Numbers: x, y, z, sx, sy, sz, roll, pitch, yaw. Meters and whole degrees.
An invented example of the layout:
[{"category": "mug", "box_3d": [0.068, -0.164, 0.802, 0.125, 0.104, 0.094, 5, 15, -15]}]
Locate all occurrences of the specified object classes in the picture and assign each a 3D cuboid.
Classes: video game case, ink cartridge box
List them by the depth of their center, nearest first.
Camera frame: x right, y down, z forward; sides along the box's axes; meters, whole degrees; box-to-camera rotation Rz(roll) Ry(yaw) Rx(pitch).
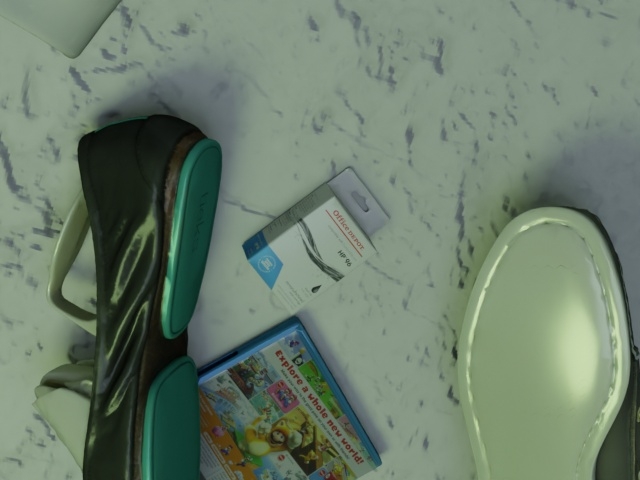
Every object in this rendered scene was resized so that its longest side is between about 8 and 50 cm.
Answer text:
[{"category": "ink cartridge box", "box_3d": [0.000, 0.000, 1.018, 0.083, 0.028, 0.048, -37, 112, 4]}, {"category": "video game case", "box_3d": [-0.059, 0.136, 1.065, 0.166, 0.015, 0.119, -29, 111, 1]}]

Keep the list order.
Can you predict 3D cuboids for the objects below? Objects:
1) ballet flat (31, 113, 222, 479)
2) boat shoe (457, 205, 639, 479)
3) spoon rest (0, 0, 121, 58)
[{"category": "ballet flat", "box_3d": [-0.115, 0.062, 0.991, 0.096, 0.095, 0.281, 8, 99, 18]}, {"category": "boat shoe", "box_3d": [0.154, 0.115, 1.056, 0.109, 0.091, 0.305, 7, 111, 27]}, {"category": "spoon rest", "box_3d": [-0.223, -0.192, 0.880, 0.276, 0.084, 0.137, 35, 100, -20]}]
